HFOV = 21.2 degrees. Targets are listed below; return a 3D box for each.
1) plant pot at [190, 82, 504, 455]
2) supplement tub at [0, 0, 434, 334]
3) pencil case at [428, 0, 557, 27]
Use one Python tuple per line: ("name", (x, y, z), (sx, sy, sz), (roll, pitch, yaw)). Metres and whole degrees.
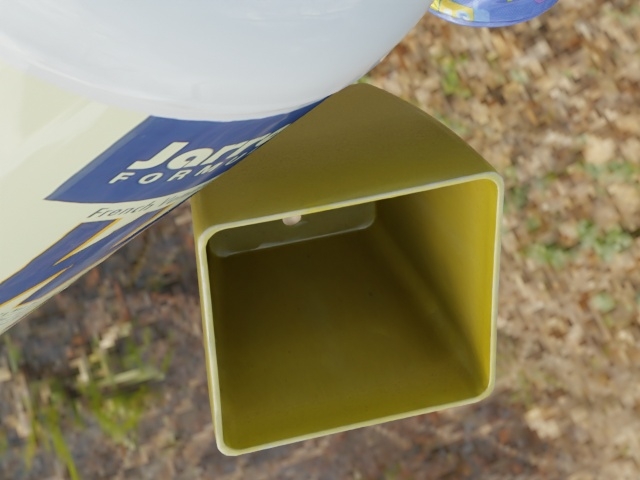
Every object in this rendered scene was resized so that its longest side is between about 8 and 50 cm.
("plant pot", (0.000, 0.000, 1.259), (0.212, 0.187, 0.212), (-11, 130, -11))
("supplement tub", (-0.104, -0.108, 0.489), (0.235, 0.235, 0.325), (13, 148, -37))
("pencil case", (0.091, -0.248, 0.957), (0.133, 0.119, 0.306), (8, 153, 10))
